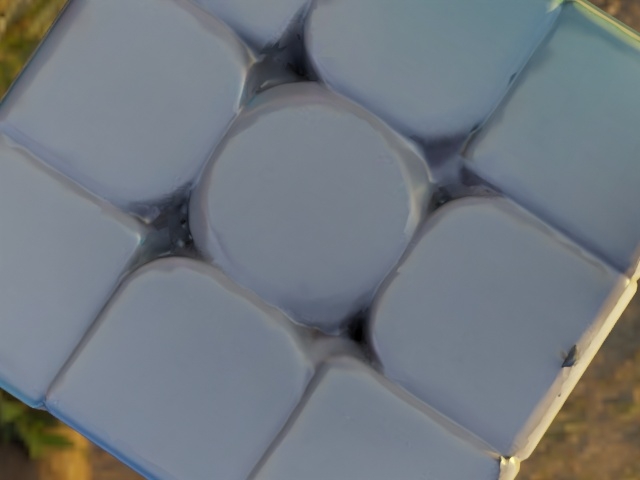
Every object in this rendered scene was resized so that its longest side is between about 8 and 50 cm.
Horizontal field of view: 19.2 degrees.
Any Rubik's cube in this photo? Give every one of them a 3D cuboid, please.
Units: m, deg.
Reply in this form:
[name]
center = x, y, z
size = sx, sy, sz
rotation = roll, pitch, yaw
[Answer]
[Rubik's cube]
center = 0.000, 0.000, 0.961
size = 0.290, 0.291, 0.292
rotation = 33, 175, 6
